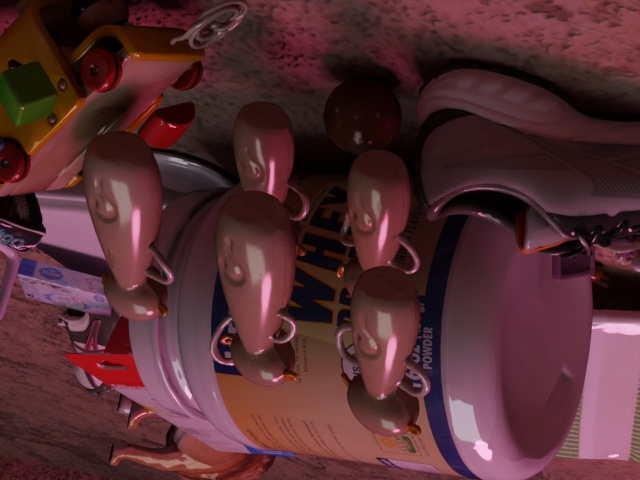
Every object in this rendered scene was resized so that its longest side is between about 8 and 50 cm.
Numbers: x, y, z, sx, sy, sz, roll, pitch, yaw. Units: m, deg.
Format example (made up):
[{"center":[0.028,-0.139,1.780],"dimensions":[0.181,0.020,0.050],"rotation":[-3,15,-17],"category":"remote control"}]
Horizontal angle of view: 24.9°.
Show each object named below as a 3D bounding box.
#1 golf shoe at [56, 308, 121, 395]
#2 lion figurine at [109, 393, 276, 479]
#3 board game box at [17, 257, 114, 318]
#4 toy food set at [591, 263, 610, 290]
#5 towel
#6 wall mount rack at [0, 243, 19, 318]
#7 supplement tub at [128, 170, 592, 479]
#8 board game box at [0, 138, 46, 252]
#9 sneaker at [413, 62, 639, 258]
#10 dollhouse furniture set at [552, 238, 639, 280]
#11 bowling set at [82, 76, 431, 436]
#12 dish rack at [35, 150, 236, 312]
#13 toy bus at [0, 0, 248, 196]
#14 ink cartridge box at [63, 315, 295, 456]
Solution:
[{"center":[-0.255,0.102,1.722],"dimensions":[0.120,0.105,0.273],"rotation":[35,151,-11],"category":"golf shoe"},{"center":[-0.143,0.236,1.935],"dimensions":[0.240,0.142,0.392],"rotation":[11,158,-11],"category":"lion figurine"},{"center":[-0.248,0.048,1.426],"dimensions":[0.090,0.020,0.090],"rotation":[15,162,-1],"category":"board game box"},{"center":[0.204,0.024,1.234],"dimensions":[0.078,0.019,0.122],"rotation":[-5,153,46],"category":"toy food set"},{"center":[0.249,0.130,1.322],"dimensions":[0.325,0.038,0.248],"rotation":[3,143,9],"category":"towel"},{"center":[-0.489,-0.008,1.492],"dimensions":[0.350,0.130,0.304],"rotation":[1,157,34],"category":"wall mount rack"},{"center":[0.031,0.060,1.141],"dimensions":[0.316,0.228,0.228],"rotation":[3,158,30],"category":"supplement tub"},{"center":[-0.263,-0.086,1.016],"dimensions":[0.026,0.186,0.126],"rotation":[-37,143,23],"category":"board game box"},{"center":[0.189,-0.029,0.957],"dimensions":[0.271,0.108,0.100],"rotation":[12,159,0],"category":"sneaker"},{"center":[0.235,-0.015,1.036],"dimensions":[0.114,0.091,0.081],"rotation":[-8,-166,-26],"category":"dollhouse furniture set"},{"center":[0.000,0.000,0.975],"dimensions":[0.287,0.200,0.154],"rotation":[30,140,29],"category":"bowling set"},{"center":[-0.164,0.010,1.397],"dimensions":[0.285,0.072,0.333],"rotation":[4,160,27],"category":"dish rack"},{"center":[-0.165,-0.116,0.966],"dimensions":[0.104,0.202,0.191],"rotation":[58,164,12],"category":"toy bus"},{"center":[-0.133,0.139,1.493],"dimensions":[0.134,0.078,0.231],"rotation":[-5,146,47],"category":"ink cartridge box"}]
